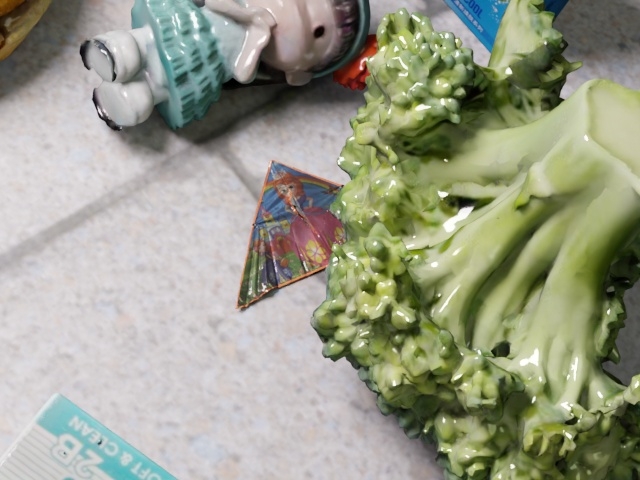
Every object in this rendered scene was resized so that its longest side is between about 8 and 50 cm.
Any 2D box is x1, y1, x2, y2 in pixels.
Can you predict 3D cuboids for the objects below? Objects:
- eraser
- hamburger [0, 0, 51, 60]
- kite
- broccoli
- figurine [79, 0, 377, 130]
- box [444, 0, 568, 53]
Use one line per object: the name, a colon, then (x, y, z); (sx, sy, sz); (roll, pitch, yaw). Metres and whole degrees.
eraser: (-0.125, 0.209, 1.211); (0.225, 0.052, 0.095); (36, 56, 2)
hamburger: (-0.270, -0.251, 1.353); (0.156, 0.144, 0.283); (5, 62, -28)
kite: (0.000, 0.000, 1.388); (0.190, 0.010, 0.159); (-25, 74, -27)
broccoli: (0.138, -0.004, 1.294); (0.277, 0.318, 0.338); (15, 28, -13)
figurine: (-0.067, -0.155, 1.394); (0.245, 0.110, 0.138); (-24, 113, -24)
box: (0.139, -0.273, 1.501); (0.073, 0.139, 0.194); (-34, 78, -30)
